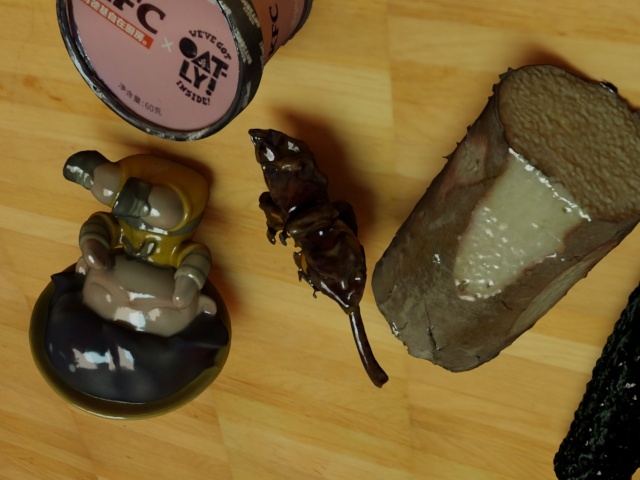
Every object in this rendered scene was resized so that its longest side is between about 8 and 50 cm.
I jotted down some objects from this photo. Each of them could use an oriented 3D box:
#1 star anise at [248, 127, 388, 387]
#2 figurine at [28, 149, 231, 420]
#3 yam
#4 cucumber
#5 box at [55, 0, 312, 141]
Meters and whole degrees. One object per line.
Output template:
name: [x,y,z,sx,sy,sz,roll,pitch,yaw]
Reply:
star anise: [-0.001,0.003,0.792,0.234,0.073,0.177,75,169,-51]
figurine: [-0.169,0.045,0.898,0.192,0.167,0.257,26,113,15]
yam: [0.130,-0.005,0.692,0.129,0.128,0.238,64,143,25]
cucumber: [0.253,0.107,0.755,0.072,0.072,0.300,20,135,15]
box: [-0.088,-0.167,0.674,0.151,0.135,0.151,16,131,20]
